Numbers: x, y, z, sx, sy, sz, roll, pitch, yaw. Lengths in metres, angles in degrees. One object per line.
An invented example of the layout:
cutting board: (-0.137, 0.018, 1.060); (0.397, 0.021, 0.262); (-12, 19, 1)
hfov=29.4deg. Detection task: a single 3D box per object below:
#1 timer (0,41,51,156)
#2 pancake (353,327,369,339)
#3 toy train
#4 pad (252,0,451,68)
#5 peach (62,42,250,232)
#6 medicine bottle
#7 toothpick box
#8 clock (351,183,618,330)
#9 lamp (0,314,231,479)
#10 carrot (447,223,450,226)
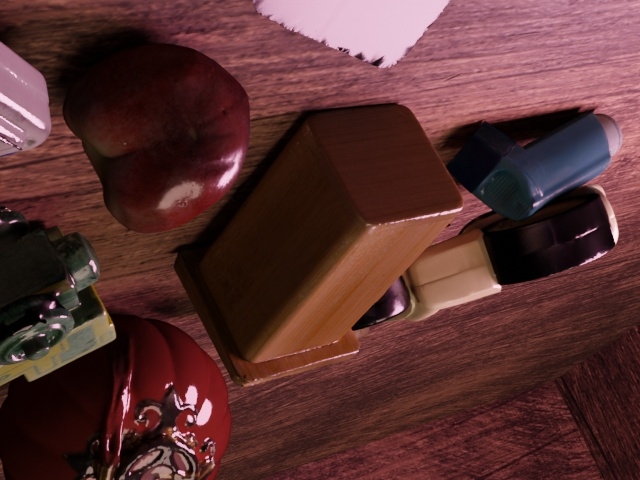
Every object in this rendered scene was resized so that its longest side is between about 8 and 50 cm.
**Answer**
timer: (-0.306, -0.097, 0.810); (0.178, 0.078, 0.253); (-15, 164, 12)
pancake: (-0.046, 0.113, 1.666); (0.223, 0.042, 0.236); (-1, -174, -4)
toy train: (-0.384, 0.107, 1.185); (0.369, 0.150, 0.237); (-27, 166, -14)
pad: (-0.011, -0.184, 1.021); (0.323, 0.055, 0.250); (-32, 160, 23)
peach: (-0.127, -0.093, 1.009); (0.152, 0.152, 0.152); (-22, 162, -8)
medicine bottle: (0.281, -0.108, 1.546); (0.258, 0.124, 0.079); (-25, 160, -40)
toothpick box: (0.000, 0.000, 1.372); (0.188, 0.190, 0.308); (-9, 152, -37)
clock: (0.202, 0.023, 1.615); (0.379, 0.120, 0.276); (-16, -174, 11)
lamp: (-0.259, 0.241, 1.561); (0.303, 0.257, 0.303); (-14, 121, -26)
carrot: (0.070, -0.017, 1.583); (0.205, 0.072, 0.072); (-22, 163, 11)
